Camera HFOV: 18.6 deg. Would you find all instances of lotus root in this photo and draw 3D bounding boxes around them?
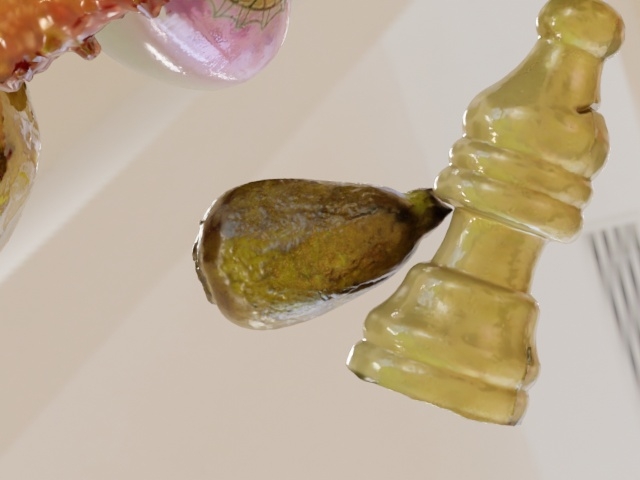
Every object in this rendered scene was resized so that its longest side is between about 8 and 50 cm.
[{"bbox_3d":[0.000,0.000,1.412,0.094,0.191,0.108,-32,-73,-78],"label":"lotus root"}]

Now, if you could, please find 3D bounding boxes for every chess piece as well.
[{"bbox_3d":[0.132,-0.031,1.385,0.124,0.139,0.307,-139,69,-84],"label":"chess piece"}]

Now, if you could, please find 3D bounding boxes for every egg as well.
[{"bbox_3d":[-0.126,-0.232,1.552,0.271,0.196,0.196,48,-144,-56],"label":"egg"}]

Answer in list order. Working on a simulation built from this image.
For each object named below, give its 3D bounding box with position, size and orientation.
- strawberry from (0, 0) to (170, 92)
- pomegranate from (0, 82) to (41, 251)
[{"bbox_3d":[-0.095,-0.144,0.630,0.167,0.208,0.087,59,-138,-15],"label":"strawberry"},{"bbox_3d":[-0.339,-0.071,1.393,0.281,0.281,0.281,42,-139,-51],"label":"pomegranate"}]
